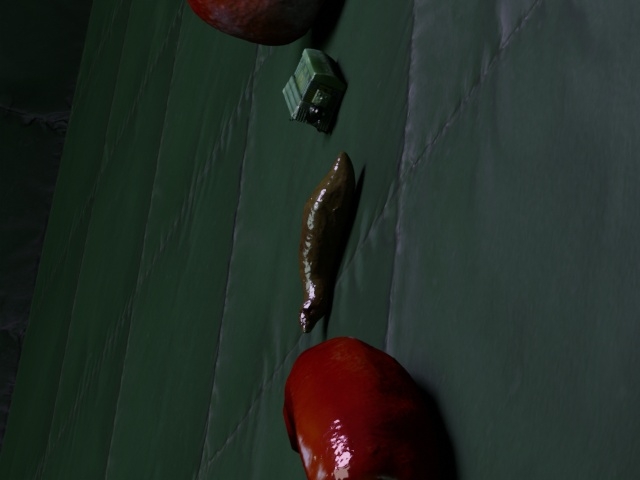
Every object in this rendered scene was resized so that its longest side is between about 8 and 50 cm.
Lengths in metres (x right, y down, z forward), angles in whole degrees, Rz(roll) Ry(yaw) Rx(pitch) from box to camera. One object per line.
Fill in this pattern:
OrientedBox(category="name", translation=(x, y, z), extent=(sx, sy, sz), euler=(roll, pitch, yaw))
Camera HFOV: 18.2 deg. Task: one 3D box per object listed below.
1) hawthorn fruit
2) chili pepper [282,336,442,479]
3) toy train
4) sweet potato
OrientedBox(category="hawthorn fruit", translation=(-0.063, -0.274, 1.904), extent=(0.173, 0.172, 0.173), euler=(-164, 90, -76))
OrientedBox(category="chili pepper", translation=(0.025, 0.135, 1.309), extent=(0.368, 0.091, 0.137), euler=(-107, 16, -78))
OrientedBox(category="toy train", translation=(-0.004, -0.134, 1.793), extent=(0.056, 0.038, 0.093), euler=(-63, 16, 17))
OrientedBox(category="sweet potato", translation=(0.001, 0.002, 1.616), extent=(0.041, 0.038, 0.153), euler=(57, -136, -78))
